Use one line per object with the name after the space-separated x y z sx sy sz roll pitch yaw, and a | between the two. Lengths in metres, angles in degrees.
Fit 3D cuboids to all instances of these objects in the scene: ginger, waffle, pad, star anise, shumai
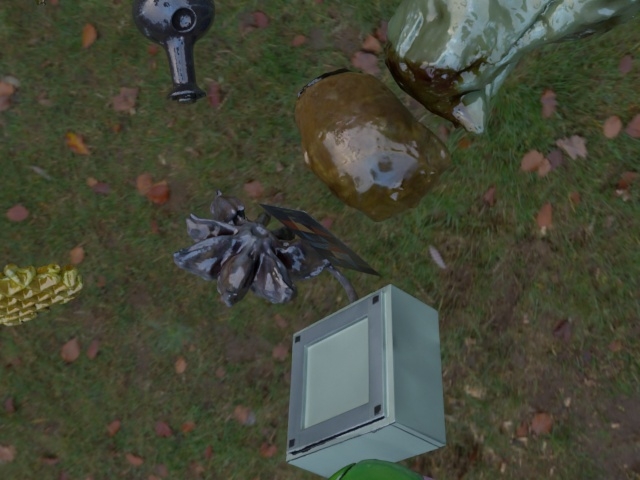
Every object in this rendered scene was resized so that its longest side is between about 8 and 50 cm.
0.083 -0.160 1.360 0.200 0.223 0.269 -45 116 5 | ginger
-0.635 0.119 1.626 0.283 0.309 0.065 -7 74 -26 | waffle
0.000 0.000 1.331 0.211 0.143 0.003 40 73 -34 | pad
-0.124 0.045 1.471 0.359 0.316 0.139 57 144 34 | star anise
0.255 -0.338 1.187 0.324 0.397 0.323 36 89 -23 | shumai

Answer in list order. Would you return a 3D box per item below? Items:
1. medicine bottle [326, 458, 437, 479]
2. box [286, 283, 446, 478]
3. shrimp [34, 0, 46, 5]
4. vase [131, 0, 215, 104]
0.087 0.276 0.639 0.134 0.133 0.274 -19 137 16 | medicine bottle
0.061 0.221 1.192 0.117 0.224 0.225 31 135 -33 | box
-0.289 -0.260 0.583 0.115 0.051 0.217 -38 129 4 | shrimp
-0.207 -0.289 1.132 0.120 0.120 0.182 -8 91 14 | vase
